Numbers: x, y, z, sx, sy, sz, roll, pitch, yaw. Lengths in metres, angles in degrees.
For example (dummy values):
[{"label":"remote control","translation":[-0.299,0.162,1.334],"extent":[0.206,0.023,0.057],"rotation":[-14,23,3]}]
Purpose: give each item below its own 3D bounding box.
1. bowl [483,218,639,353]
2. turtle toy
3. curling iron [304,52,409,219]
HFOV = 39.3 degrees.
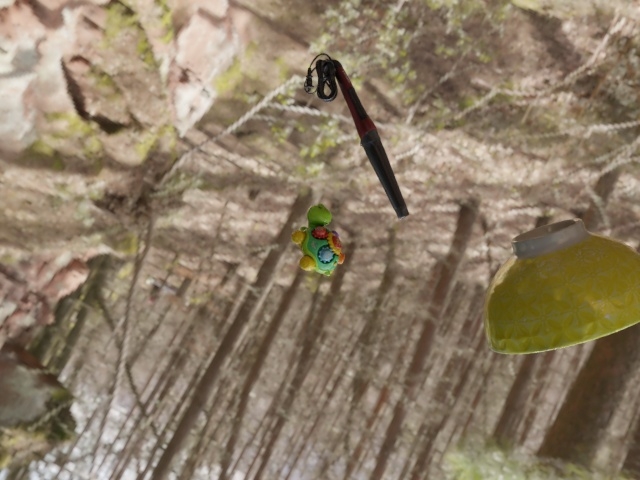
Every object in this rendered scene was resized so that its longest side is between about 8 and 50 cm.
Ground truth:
[{"label":"bowl","translation":[0.379,0.056,1.419],"extent":[0.289,0.289,0.156],"rotation":[-9,101,67]},{"label":"turtle toy","translation":[0.000,0.000,1.570],"extent":[0.066,0.130,0.095],"rotation":[-24,162,24]},{"label":"curling iron","translation":[0.058,-0.153,1.335],"extent":[0.274,0.068,0.035],"rotation":[60,176,1]}]
